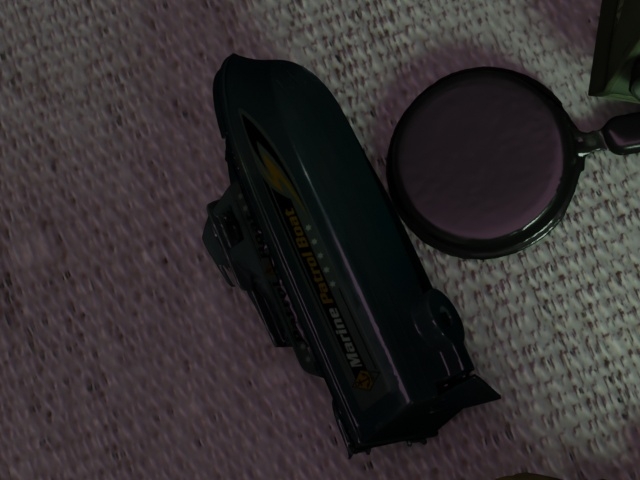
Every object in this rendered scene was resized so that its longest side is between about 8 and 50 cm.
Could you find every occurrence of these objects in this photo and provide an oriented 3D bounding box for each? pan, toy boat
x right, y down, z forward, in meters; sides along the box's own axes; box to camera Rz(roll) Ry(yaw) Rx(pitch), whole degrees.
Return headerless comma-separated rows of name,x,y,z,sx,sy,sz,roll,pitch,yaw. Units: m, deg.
pan,0.158,-0.065,1.202,0.235,0.028,0.136,-11,77,9
toy boat,-0.002,0.003,1.180,0.122,0.114,0.296,-34,72,24

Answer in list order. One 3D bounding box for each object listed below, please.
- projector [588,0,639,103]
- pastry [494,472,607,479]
projector,0.237,-0.174,1.075,0.088,0.269,0.193,13,73,-3
pastry,0.105,0.332,0.963,0.245,0.409,0.409,22,84,26
